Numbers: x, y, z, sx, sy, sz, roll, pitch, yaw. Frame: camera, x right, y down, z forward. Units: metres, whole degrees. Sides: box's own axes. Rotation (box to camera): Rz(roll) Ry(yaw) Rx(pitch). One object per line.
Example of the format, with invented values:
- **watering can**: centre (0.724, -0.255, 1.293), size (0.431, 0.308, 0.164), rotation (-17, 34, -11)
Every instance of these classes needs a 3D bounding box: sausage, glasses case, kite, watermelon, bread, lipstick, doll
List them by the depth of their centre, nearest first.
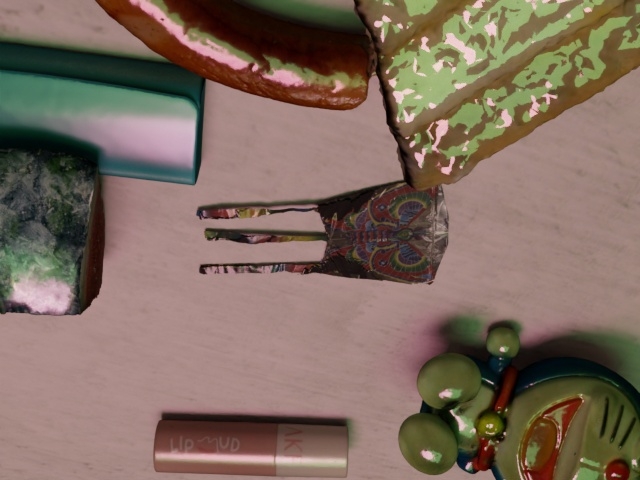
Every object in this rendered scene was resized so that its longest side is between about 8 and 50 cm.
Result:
- **bread**: centre (0.146, -0.238, 0.610), size (0.264, 0.239, 0.395), rotation (-13, 130, 11)
- **sausage**: centre (-0.081, -0.189, 0.757), size (0.302, 0.076, 0.102), rotation (20, 119, -16)
- **glasses case**: centre (-0.266, -0.122, 0.821), size (0.301, 0.070, 0.117), rotation (7, 128, -3)
- **watermelon**: centre (-0.335, 0.018, 0.871), size (0.318, 0.148, 0.226), rotation (-11, 163, 29)
- **kite**: centre (0.000, 0.000, 0.947), size (0.286, 0.015, 0.152), rotation (-2, 129, 2)
- **doll**: centre (0.262, 0.225, 1.023), size (0.322, 0.186, 0.198), rotation (22, 96, 4)
- **lipstick**: centre (-0.091, 0.279, 1.138), size (0.255, 0.070, 0.070), rotation (2, 129, -1)
